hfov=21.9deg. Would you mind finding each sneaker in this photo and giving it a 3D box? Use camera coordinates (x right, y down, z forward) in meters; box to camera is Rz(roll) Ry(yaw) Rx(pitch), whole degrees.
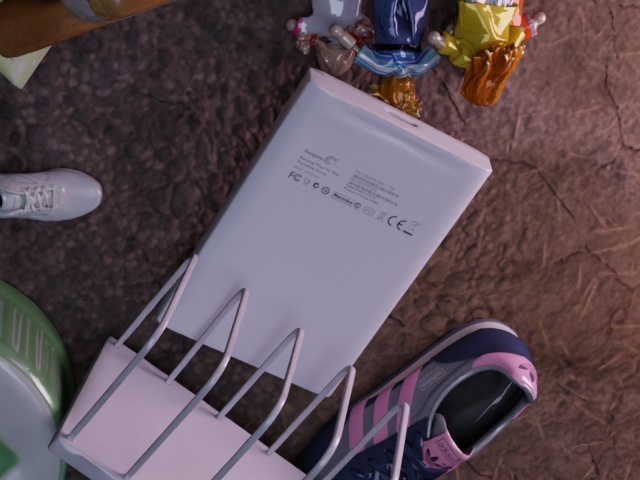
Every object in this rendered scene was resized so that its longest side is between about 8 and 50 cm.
[{"bbox_3d":[0.090,0.211,1.712,0.319,0.131,0.112,-44,109,5],"label":"sneaker"},{"bbox_3d":[-0.285,-0.040,1.593,0.152,0.061,0.054,1,105,-14],"label":"sneaker"}]

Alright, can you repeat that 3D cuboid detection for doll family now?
[{"bbox_3d":[0.104,-0.203,1.593,0.263,0.118,0.163,-1,107,-12],"label":"doll family"}]

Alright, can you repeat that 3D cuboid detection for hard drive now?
[{"bbox_3d":[0.000,0.000,1.629,0.203,0.040,0.307,25,118,-17],"label":"hard drive"}]

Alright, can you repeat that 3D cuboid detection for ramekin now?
[{"bbox_3d":[-0.382,0.185,1.595,0.303,0.148,0.303,-3,108,-11],"label":"ramekin"}]

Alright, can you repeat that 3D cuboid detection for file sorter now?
[{"bbox_3d":[-0.077,0.172,1.576,0.277,0.193,0.173,36,115,-9],"label":"file sorter"}]

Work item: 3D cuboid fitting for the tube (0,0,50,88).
[{"bbox_3d":[-0.347,-0.242,1.521,0.240,0.062,0.070,35,138,-24],"label":"tube"}]

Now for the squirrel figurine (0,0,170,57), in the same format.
[{"bbox_3d":[-0.151,-0.395,1.414,0.397,0.281,0.370,-24,100,-21],"label":"squirrel figurine"}]
